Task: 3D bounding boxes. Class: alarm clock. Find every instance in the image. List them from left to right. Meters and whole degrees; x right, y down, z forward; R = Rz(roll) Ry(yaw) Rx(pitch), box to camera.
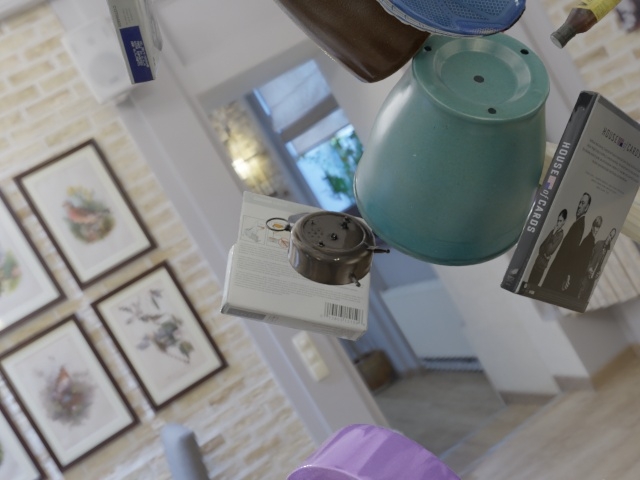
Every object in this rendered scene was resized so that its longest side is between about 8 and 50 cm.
[{"bbox_3d":[0.000,0.000,1.302,0.192,0.064,0.129,20,38,20],"label":"alarm clock"}]

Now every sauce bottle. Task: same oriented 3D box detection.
[{"bbox_3d":[0.384,-0.327,1.223,0.128,0.042,0.042,-43,4,2],"label":"sauce bottle"}]

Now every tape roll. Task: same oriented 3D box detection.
[{"bbox_3d":[0.082,0.364,1.051,0.090,0.274,0.275,-36,6,-40],"label":"tape roll"}]

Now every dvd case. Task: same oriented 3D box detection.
[{"bbox_3d":[0.310,-0.037,1.009,0.030,0.238,0.179,26,6,43],"label":"dvd case"}]

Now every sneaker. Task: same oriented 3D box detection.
[{"bbox_3d":[0.080,-0.316,0.873,0.129,0.330,0.147,-57,17,8],"label":"sneaker"}]

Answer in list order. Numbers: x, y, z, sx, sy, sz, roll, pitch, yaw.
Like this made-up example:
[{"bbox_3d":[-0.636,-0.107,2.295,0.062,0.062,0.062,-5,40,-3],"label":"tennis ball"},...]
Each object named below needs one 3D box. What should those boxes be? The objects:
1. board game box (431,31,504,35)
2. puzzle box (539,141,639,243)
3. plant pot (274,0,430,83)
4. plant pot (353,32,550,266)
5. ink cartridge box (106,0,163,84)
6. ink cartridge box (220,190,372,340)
[{"bbox_3d":[0.230,-0.384,1.428,0.194,0.045,0.146,-6,-21,-14],"label":"board game box"},{"bbox_3d":[0.504,-0.086,1.506,0.409,0.272,0.052,-1,-57,-58],"label":"puzzle box"},{"bbox_3d":[0.018,-0.353,1.117,0.215,0.231,0.215,-38,39,40],"label":"plant pot"},{"bbox_3d":[0.197,-0.147,1.201,0.272,0.272,0.255,-33,-27,-28],"label":"plant pot"},{"bbox_3d":[-0.291,-0.386,1.317,0.045,0.223,0.224,-10,36,0],"label":"ink cartridge box"},{"bbox_3d":[-0.040,0.049,1.640,0.060,0.275,0.238,127,152,-57],"label":"ink cartridge box"}]
